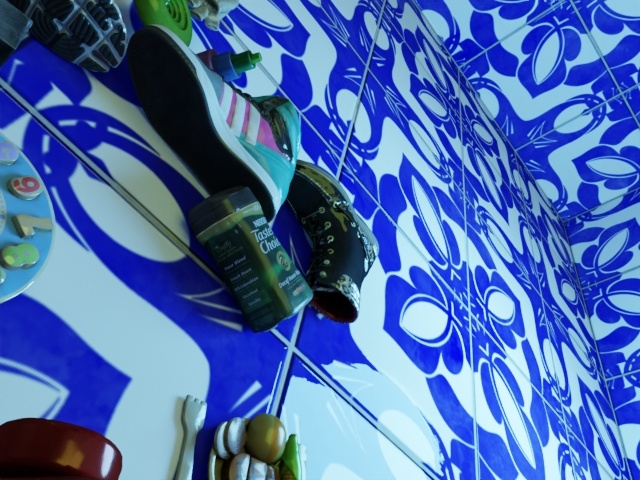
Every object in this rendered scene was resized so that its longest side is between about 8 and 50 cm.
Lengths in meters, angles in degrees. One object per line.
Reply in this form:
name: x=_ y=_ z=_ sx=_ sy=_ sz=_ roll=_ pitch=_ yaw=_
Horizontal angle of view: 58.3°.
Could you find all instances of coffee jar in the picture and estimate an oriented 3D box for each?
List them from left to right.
coffee jar: x=-0.091 y=0.020 z=0.745 sx=0.185 sy=0.079 sz=0.096 roll=59 pitch=29 yaw=-3

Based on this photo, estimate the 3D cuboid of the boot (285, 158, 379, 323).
boot: x=0.002 y=0.000 z=0.899 sx=0.236 sy=0.085 sz=0.179 roll=48 pitch=35 yaw=-23

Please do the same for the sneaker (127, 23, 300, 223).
sneaker: x=-0.126 y=-0.184 z=0.813 sx=0.296 sy=0.123 sz=0.178 roll=57 pitch=34 yaw=-21

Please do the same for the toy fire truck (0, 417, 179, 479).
toy fire truck: x=-0.110 y=0.218 z=0.377 sx=0.302 sy=0.253 sz=0.170 roll=41 pitch=35 yaw=-31

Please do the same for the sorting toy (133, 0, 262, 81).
sorting toy: x=-0.178 y=-0.339 z=0.756 sx=0.366 sy=0.126 sz=0.127 roll=54 pitch=27 yaw=-56

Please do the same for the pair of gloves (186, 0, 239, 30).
pair of gloves: x=-0.236 y=-0.442 z=0.906 sx=0.240 sy=0.042 sz=0.204 roll=33 pitch=34 yaw=-21

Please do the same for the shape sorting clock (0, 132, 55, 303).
shape sorting clock: x=-0.320 y=-0.038 z=0.485 sx=0.206 sy=0.040 sz=0.206 roll=36 pitch=39 yaw=-36

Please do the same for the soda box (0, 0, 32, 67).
soda box: x=-0.377 y=-0.242 z=0.556 sx=0.169 sy=0.053 sz=0.060 roll=37 pitch=38 yaw=-35

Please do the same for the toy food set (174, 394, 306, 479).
toy food set: x=-0.069 y=0.250 z=0.626 sx=0.192 sy=0.038 sz=0.133 roll=37 pitch=38 yaw=-35

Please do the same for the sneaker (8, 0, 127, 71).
sneaker: x=-0.323 y=-0.331 z=0.671 sx=0.279 sy=0.107 sz=0.118 roll=51 pitch=18 yaw=-24
